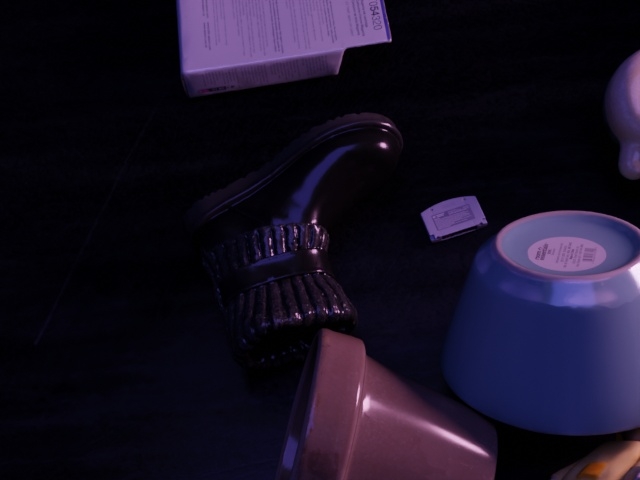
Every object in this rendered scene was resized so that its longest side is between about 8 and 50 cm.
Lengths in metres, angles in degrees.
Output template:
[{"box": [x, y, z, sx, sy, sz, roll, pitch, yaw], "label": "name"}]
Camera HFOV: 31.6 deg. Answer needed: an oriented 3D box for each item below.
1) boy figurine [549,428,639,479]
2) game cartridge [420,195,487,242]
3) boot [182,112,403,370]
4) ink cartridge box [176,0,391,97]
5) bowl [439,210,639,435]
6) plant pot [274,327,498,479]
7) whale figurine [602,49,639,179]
[{"box": [0.316, 0.263, 1.249, 0.285, 0.177, 0.092, -30, 91, -27], "label": "boy figurine"}, {"box": [0.185, -0.032, 1.587, 0.083, 0.017, 0.056, -17, 60, -2], "label": "game cartridge"}, {"box": [0.000, 0.003, 1.520, 0.348, 0.131, 0.260, -32, 51, 1], "label": "boot"}, {"box": [-0.068, -0.391, 1.830, 0.330, 0.071, 0.324, -7, 56, 0], "label": "ink cartridge box"}, {"box": [0.295, 0.073, 1.336, 0.311, 0.163, 0.311, -4, 26, 2], "label": "bowl"}, {"box": [0.075, 0.252, 1.301, 0.229, 0.263, 0.263, 14, 59, -2], "label": "plant pot"}, {"box": [0.501, -0.138, 1.556, 0.216, 0.141, 0.272, -30, 81, -4], "label": "whale figurine"}]
